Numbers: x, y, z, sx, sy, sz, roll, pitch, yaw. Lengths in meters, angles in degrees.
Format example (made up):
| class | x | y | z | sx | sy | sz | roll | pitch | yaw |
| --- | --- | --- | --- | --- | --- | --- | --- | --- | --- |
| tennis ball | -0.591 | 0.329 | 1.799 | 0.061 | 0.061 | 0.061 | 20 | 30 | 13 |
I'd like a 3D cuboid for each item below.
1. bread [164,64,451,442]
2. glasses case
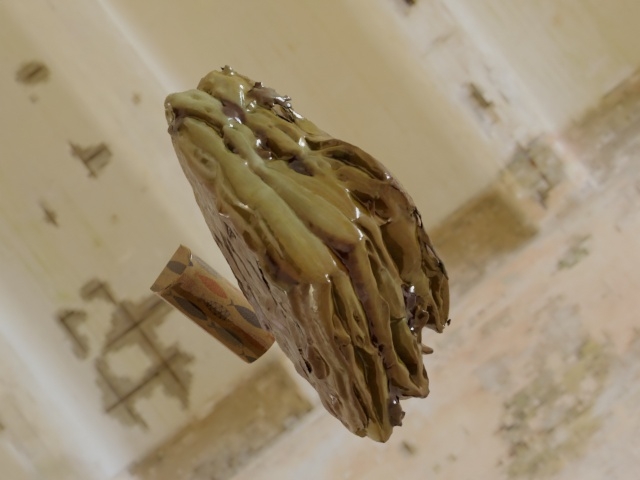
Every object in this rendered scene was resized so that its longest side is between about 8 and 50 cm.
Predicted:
| class | x | y | z | sx | sy | sz | roll | pitch | yaw |
| --- | --- | --- | --- | --- | --- | --- | --- | --- | --- |
| bread | 0.000 | 0.000 | 1.333 | 0.167 | 0.324 | 0.277 | -29 | -45 | -9 |
| glasses case | -0.118 | 0.078 | 1.626 | 0.041 | 0.170 | 0.065 | 23 | 75 | 49 |
